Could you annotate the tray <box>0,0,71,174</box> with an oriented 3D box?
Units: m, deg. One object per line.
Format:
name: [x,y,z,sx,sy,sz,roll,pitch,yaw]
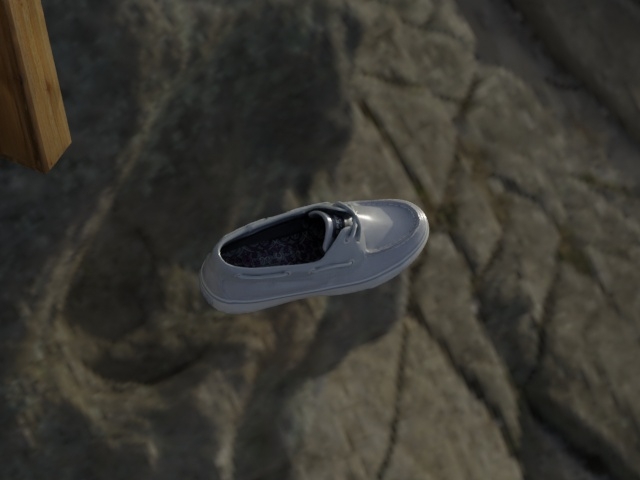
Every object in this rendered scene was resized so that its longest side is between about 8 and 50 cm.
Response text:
tray: [-0.449,-0.267,2.052,0.202,0.411,0.076,21,57,16]

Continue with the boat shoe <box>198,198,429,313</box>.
boat shoe: [0.000,0.000,1.182,0.184,0.063,0.066,-10,64,-19]
